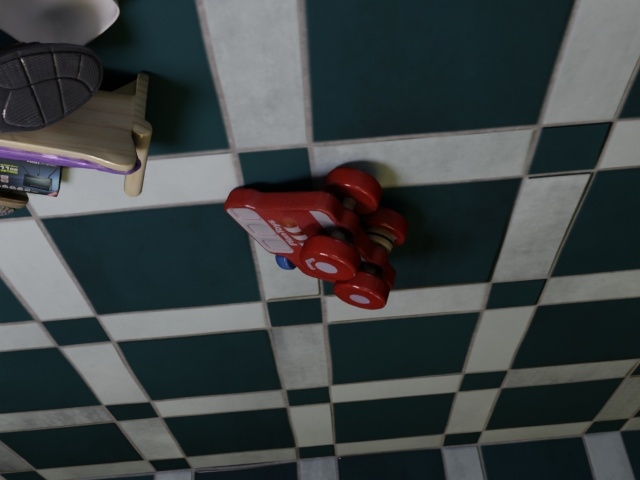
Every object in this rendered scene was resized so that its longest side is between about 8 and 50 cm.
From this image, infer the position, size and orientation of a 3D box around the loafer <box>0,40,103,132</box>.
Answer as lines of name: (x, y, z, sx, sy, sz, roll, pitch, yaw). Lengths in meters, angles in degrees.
loafer: (-0.405, -0.171, 0.849, 0.302, 0.095, 0.109, -35, 145, -33)

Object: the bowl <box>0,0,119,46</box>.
bowl: (-0.330, -0.299, 0.878, 0.142, 0.053, 0.142, -25, 143, 25)

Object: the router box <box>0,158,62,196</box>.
router box: (-0.470, -0.118, 1.142, 0.122, 0.038, 0.092, 8, 143, -19)

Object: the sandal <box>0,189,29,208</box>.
sandal: (-0.563, -0.075, 1.160, 0.180, 0.072, 0.049, 14, 120, -33)

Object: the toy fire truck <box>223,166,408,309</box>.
toy fire truck: (0.000, 0.000, 1.301, 0.253, 0.169, 0.302, 4, 153, 32)

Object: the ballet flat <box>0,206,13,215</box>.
ballet flat: (-0.572, -0.059, 1.215, 0.041, 0.041, 0.114, -29, 140, 31)

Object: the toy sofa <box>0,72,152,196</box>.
toy sofa: (-0.419, -0.145, 0.987, 0.362, 0.177, 0.150, 6, 146, -17)
